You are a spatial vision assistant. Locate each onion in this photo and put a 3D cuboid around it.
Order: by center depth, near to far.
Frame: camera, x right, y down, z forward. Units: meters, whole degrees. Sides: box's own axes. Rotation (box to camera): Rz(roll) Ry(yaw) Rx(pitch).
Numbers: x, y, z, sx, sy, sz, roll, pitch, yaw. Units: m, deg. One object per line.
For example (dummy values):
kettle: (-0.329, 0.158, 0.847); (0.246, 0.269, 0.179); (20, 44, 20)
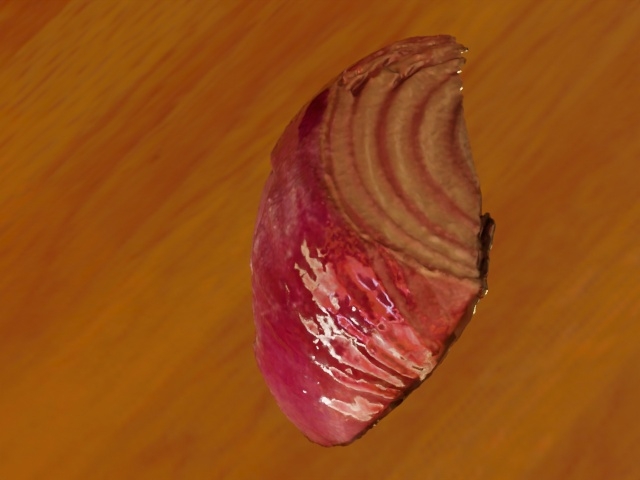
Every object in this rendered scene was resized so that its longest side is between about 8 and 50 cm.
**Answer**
onion: (0.000, 0.000, 1.255); (0.111, 0.247, 0.250); (18, 45, -27)
